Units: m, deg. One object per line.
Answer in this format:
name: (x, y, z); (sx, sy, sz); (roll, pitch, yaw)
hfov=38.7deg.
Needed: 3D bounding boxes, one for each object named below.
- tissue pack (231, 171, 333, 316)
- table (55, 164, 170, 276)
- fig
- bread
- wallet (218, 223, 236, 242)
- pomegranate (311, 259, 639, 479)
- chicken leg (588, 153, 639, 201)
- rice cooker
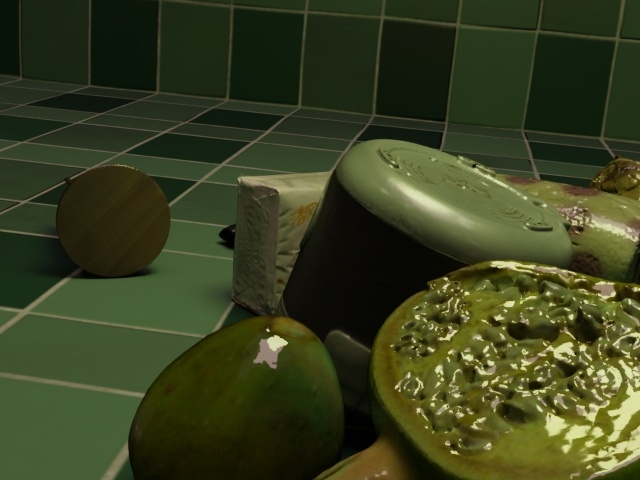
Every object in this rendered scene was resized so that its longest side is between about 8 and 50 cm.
tissue pack: (0.000, 0.000, 1.298); (0.225, 0.184, 0.124); (-7, 17, -36)
table: (-0.342, -0.044, 1.437); (0.167, 0.167, 0.227); (-2, 9, -21)
fig: (-0.066, 0.155, 0.783); (0.181, 0.191, 0.181); (25, 7, -3)
bread: (0.374, -0.015, 1.501); (0.338, 0.155, 0.187); (16, 24, 31)
wallet: (0.007, -0.028, 1.629); (0.197, 0.051, 0.378); (15, 21, 34)
pomegranate: (0.153, 0.184, 0.727); (0.359, 0.216, 0.310); (-31, 34, -10)
chicken leg: (0.683, -0.034, 1.691); (0.429, 0.152, 0.201); (29, 20, 38)
rice cooker: (0.105, 0.052, 0.997); (0.288, 0.277, 0.288); (20, 22, -8)
